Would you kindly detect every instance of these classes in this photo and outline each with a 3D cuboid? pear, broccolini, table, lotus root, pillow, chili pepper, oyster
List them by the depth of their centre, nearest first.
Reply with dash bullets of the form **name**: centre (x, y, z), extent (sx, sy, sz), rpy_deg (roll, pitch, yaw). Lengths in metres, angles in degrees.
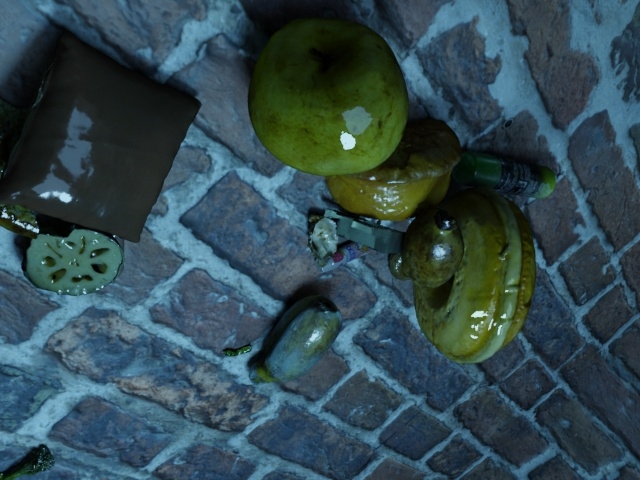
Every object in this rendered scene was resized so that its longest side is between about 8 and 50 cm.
- **pillow**: centre (-0.378, -0.161, 1.339), extent (0.305, 0.108, 0.308), rpy_deg (22, 93, -48)
- **pear**: centre (0.019, -0.261, 1.447), extent (0.304, 0.304, 0.304), rpy_deg (-20, 137, -20)
- **lotus root**: centre (-0.477, 0.019, 1.480), extent (0.183, 0.078, 0.203), rpy_deg (15, 134, -27)
- **lotus root**: centre (0.255, 0.013, 1.725), extent (0.128, 0.145, 0.260), rpy_deg (-20, 153, -15)
- **table**: centre (0.108, -0.020, 1.801), extent (0.175, 0.146, 0.062), rpy_deg (3, 105, -53)
- **oyster**: centre (-0.001, -0.010, 1.836), extent (0.103, 0.051, 0.148), rpy_deg (-43, 141, -36)
- **broccolini**: centre (-0.747, 0.575, 1.848), extent (0.216, 0.058, 0.067), rpy_deg (-28, 142, -10)
- **lotus root**: centre (-0.062, 0.278, 1.984), extent (0.140, 0.158, 0.322), rpy_deg (28, 117, -20)
- **chili pepper**: centre (-0.217, 0.289, 1.990), extent (0.083, 0.022, 0.027), rpy_deg (-8, 165, -31)

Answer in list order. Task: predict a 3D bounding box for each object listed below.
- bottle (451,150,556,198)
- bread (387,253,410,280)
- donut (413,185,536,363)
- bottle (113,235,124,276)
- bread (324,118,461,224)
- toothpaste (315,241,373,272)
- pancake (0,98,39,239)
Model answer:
- **bottle**: centre (0.482, -0.170, 2.000), extent (0.330, 0.093, 0.093), rpy_deg (5, 125, -39)
- **bread**: centre (0.219, 0.061, 2.056), extent (0.082, 0.060, 0.113), rpy_deg (-35, 138, -4)
- **donut**: centre (0.369, 0.084, 1.895), extent (0.198, 0.449, 0.449), rpy_deg (6, 125, -20)
- **bottle**: centre (-0.425, 0.012, 1.552), extent (0.053, 0.053, 0.140), rpy_deg (-11, 134, -27)
- **bread**: centre (0.184, -0.148, 1.741), extent (0.340, 0.179, 0.194), rpy_deg (-14, 135, -25)
- **toothpaste**: centre (0.077, 0.030, 1.943), extent (0.194, 0.043, 0.067), rpy_deg (-24, 135, -23)
- **pancake**: centre (-0.536, -0.156, 1.278), extent (0.197, 0.054, 0.377), rpy_deg (-40, 140, -32)
